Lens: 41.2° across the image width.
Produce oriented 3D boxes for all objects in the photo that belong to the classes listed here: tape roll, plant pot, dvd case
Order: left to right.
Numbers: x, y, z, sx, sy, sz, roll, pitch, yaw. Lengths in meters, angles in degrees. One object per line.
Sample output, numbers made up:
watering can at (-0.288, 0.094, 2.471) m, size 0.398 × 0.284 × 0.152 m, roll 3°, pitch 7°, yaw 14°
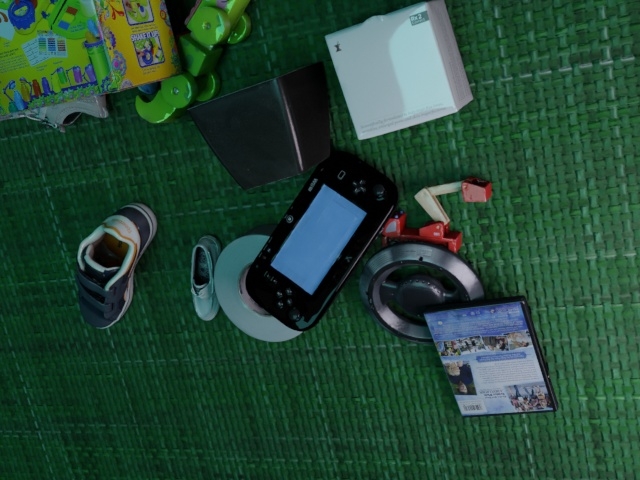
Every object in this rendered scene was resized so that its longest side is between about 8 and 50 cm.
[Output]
tape roll at (-0.094, 0.082, 1.645) m, size 0.219 × 0.072 × 0.219 m, roll 8°, pitch 112°, yaw 21°
plant pot at (-0.083, -0.193, 1.476) m, size 0.188 × 0.187 × 0.167 m, roll -15°, pitch 103°, yaw 27°
dvd case at (0.305, 0.212, 1.514) m, size 0.180 × 0.022 × 0.253 m, roll -10°, pitch 119°, yaw 25°

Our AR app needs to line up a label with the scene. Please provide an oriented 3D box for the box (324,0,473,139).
box at (0.130, -0.281, 1.391) m, size 0.181 × 0.119 × 0.182 m, roll -13°, pitch 103°, yaw 27°

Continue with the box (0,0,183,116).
box at (-0.429, -0.383, 1.454) m, size 0.290 × 0.177 × 0.279 m, roll -4°, pitch 107°, yaw 32°

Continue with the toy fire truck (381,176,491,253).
toy fire truck at (0.198, -0.045, 1.488) m, size 0.192 × 0.047 × 0.135 m, roll 5°, pitch 110°, yaw 22°

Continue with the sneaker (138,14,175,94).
sneaker at (-0.306, -0.348, 1.588) m, size 0.073 × 0.063 × 0.162 m, roll 17°, pitch 114°, yaw 13°

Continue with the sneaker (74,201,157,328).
sneaker at (-0.451, 0.068, 1.765) m, size 0.126 × 0.127 × 0.321 m, roll 31°, pitch 119°, yaw 9°

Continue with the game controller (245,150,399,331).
game controller at (0.000, 0.000, 1.516) m, size 0.166 × 0.067 × 0.319 m, roll 35°, pitch 93°, yaw 13°

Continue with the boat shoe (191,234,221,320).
boat shoe at (-0.234, 0.083, 1.709) m, size 0.066 × 0.063 × 0.184 m, roll 19°, pitch 114°, yaw 16°

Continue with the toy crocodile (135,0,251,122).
toy crocodile at (-0.217, -0.343, 1.520) m, size 0.105 × 0.115 × 0.340 m, roll 39°, pitch 119°, yaw 7°

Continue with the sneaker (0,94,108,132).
sneaker at (-0.549, -0.265, 1.696) m, size 0.281 × 0.105 × 0.115 m, roll -8°, pitch 104°, yaw 25°

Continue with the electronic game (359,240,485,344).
electronic game at (0.180, 0.097, 1.527) m, size 0.229 × 0.048 × 0.229 m, roll 10°, pitch 128°, yaw 13°
